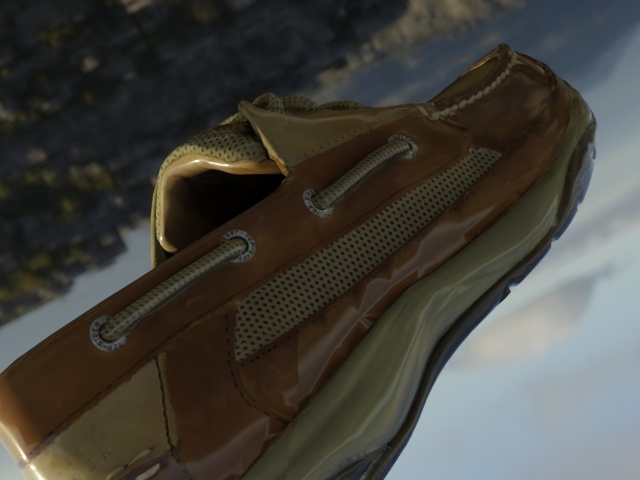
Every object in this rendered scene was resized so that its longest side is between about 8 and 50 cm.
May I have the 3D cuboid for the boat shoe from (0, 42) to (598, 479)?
[{"bbox_3d":[0.000,0.000,0.607,0.122,0.120,0.324,-42,-176,38],"label":"boat shoe"}]
